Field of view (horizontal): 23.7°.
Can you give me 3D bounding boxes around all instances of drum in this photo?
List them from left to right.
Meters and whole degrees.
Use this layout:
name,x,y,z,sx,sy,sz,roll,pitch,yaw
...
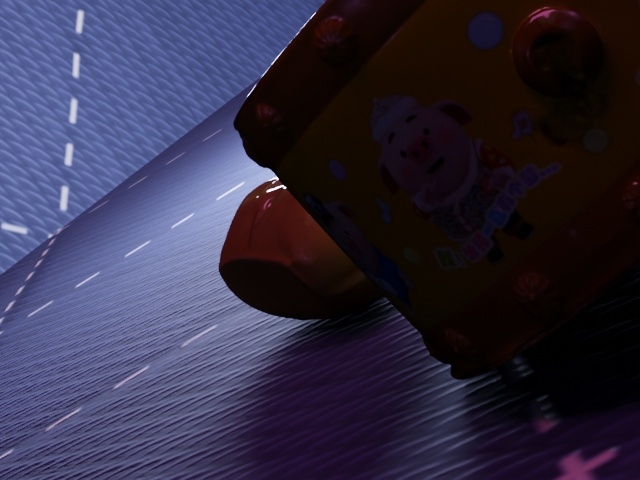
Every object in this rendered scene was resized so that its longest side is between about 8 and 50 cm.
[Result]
name,x,y,z,sx,sy,sz,roll,pitch,yaw
drum,0.164,-0.129,0.934,0.431,0.214,0.431,-43,0,0

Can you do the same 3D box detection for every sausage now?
name,x,y,z,sx,sy,sz,roll,pitch,yaw
sausage,-0.001,0.000,1.281,0.136,0.120,0.241,-48,16,-15
